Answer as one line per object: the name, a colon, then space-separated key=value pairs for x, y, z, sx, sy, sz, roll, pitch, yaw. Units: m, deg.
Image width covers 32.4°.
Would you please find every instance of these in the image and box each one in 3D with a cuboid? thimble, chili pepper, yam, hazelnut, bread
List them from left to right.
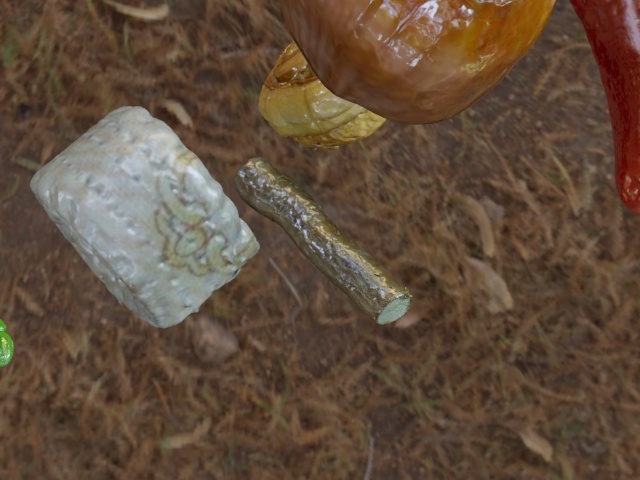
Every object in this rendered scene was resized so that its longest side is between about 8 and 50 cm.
thimble: x=-0.244 y=-0.027 z=1.527 sx=0.195 sy=0.291 sz=0.291 roll=-41 pitch=111 yaw=-12
yam: x=0.000 y=0.000 z=1.255 sx=0.253 sy=0.061 sz=0.061 roll=43 pitch=102 yaw=21
bread: x=0.023 y=-0.214 z=1.456 sx=0.120 sy=0.236 sz=0.198 roll=45 pitch=68 yaw=-26
hazelnut: x=0.051 y=-0.143 z=0.613 sx=0.150 sy=0.150 sz=0.150 roll=-3 pitch=110 yaw=-7
chili pepper: x=0.289 y=-0.078 z=0.846 sx=0.131 sy=0.134 sz=0.338 roll=-22 pitch=97 yaw=-32

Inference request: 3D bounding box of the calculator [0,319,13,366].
calculator: x=-0.441 y=0.122 z=1.144 sx=0.234 sy=0.146 sz=0.032 roll=-12 pitch=146 yaw=-14
